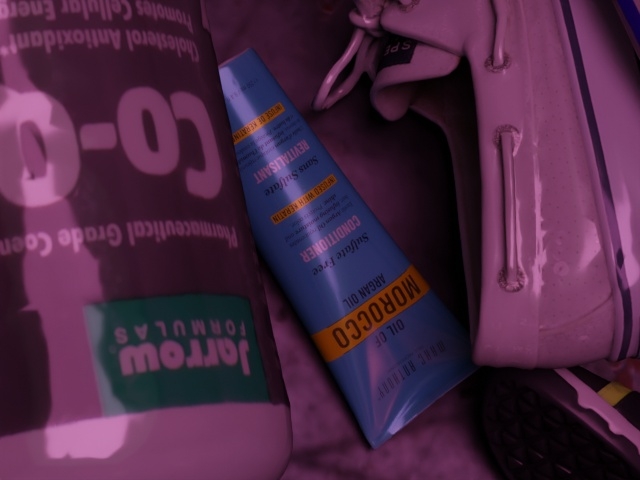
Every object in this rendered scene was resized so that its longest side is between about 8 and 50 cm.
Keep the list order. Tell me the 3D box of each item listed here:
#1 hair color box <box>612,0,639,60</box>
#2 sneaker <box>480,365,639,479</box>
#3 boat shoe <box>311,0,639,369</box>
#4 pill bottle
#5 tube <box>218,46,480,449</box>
[{"bbox_3d":[0.258,-0.180,1.031,0.339,0.110,0.185,-18,81,-50],"label":"hair color box"},{"bbox_3d":[0.187,0.118,1.035,0.234,0.084,0.097,36,51,-10],"label":"sneaker"},{"bbox_3d":[0.070,-0.101,1.019,0.156,0.136,0.367,-9,70,-3],"label":"boat shoe"},{"bbox_3d":[-0.125,0.030,0.877,0.204,0.204,0.361,-9,79,-20],"label":"pill bottle"},{"bbox_3d":[0.000,0.000,1.014,0.080,0.052,0.207,-35,94,-12],"label":"tube"}]
